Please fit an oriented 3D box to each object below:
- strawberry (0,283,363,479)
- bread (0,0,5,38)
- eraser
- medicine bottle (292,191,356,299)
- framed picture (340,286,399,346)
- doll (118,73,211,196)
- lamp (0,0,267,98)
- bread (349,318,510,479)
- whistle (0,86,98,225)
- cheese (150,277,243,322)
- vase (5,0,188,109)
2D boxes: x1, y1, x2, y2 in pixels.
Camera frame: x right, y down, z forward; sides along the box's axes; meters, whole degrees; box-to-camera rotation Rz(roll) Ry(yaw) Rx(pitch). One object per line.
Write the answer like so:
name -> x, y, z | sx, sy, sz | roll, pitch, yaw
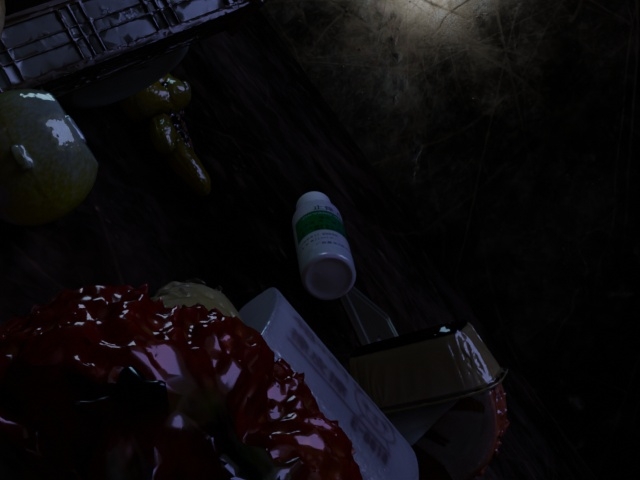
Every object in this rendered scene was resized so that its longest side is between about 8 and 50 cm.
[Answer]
strawberry -> -0.103, 0.137, 0.530 | 0.261, 0.261, 0.257 | 49, 20, -18
bread -> -0.413, -0.260, 0.654 | 0.388, 0.183, 0.236 | 46, 29, -53
eraser -> -0.001, 0.196, 1.034 | 0.270, 0.095, 0.174 | 50, 16, -12
medicine bottle -> 0.000, 0.000, 1.553 | 0.095, 0.095, 0.260 | 47, 13, -26
framed picture -> 0.122, 0.204, 1.617 | 0.213, 0.016, 0.289 | 40, 18, -46
doll -> -0.203, -0.160, 1.261 | 0.209, 0.097, 0.137 | 58, 7, -5
lamp -> -0.210, -0.219, 0.928 | 0.089, 0.325, 0.090 | 60, -32, -3
bread -> 0.147, 0.226, 1.224 | 0.142, 0.224, 0.211 | -11, 85, -68
whistle -> -0.269, -0.072, 0.821 | 0.123, 0.123, 0.223 | 50, -7, -13
cheese -> -0.125, 0.110, 0.814 | 0.123, 0.094, 0.167 | 53, 13, -11
vase -> -0.300, -0.319, 1.084 | 0.291, 0.245, 0.245 | 62, 13, 2
